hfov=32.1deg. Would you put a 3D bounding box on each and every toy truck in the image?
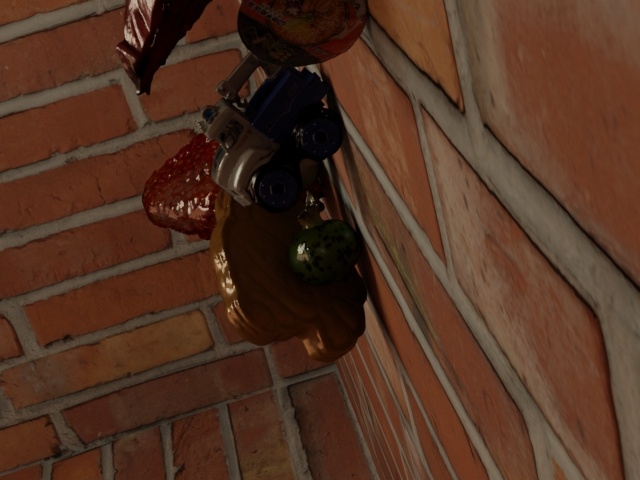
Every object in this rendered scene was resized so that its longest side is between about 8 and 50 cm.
[{"bbox_3d":[-0.078,-0.158,1.570,0.177,0.213,0.161,36,-173,-20],"label":"toy truck"}]

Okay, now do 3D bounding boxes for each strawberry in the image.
[{"bbox_3d":[-0.168,-0.102,2.109,0.312,0.351,0.267,-88,-10,-82],"label":"strawberry"}]

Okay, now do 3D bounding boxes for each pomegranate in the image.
[{"bbox_3d":[0.000,0.000,1.772,0.122,0.122,0.161,-140,28,-84],"label":"pomegranate"}]

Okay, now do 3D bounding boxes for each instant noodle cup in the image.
[{"bbox_3d":[-0.026,-0.257,1.073,0.127,0.127,0.136,77,-178,-53],"label":"instant noodle cup"}]

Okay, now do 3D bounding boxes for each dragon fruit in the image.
[{"bbox_3d":[-0.112,-0.340,1.096,0.282,0.100,0.343,-57,5,39],"label":"dragon fruit"}]

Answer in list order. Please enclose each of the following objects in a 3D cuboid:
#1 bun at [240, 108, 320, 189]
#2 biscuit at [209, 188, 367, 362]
[{"bbox_3d":[-0.068,-0.148,1.846,0.173,0.166,0.113,42,-157,-27],"label":"bun"},{"bbox_3d":[-0.048,0.051,1.841,0.312,0.057,0.351,32,-144,-22],"label":"biscuit"}]
